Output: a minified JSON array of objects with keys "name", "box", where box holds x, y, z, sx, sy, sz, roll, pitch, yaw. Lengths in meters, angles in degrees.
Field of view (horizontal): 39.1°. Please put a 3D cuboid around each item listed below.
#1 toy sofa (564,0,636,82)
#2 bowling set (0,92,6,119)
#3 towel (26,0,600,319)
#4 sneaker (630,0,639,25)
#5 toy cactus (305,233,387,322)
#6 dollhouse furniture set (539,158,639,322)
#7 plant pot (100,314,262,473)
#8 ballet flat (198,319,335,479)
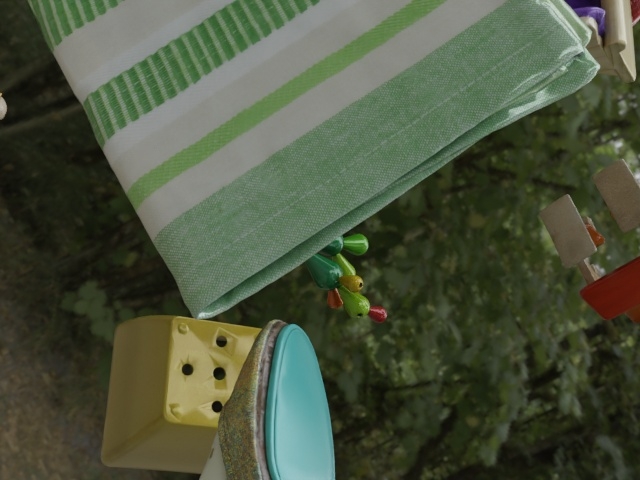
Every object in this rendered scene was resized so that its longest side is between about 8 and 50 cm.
[{"name":"toy sofa","box":[0.228,-0.280,1.222,0.177,0.363,0.150,28,59,-54]},{"name":"bowling set","box":[-0.598,-0.199,1.530,0.200,0.154,0.287,42,50,-36]},{"name":"towel","box":[-0.035,-0.143,0.526,0.325,0.248,0.038,56,-3,29]},{"name":"sneaker","box":[0.389,-0.295,1.338,0.128,0.221,0.087,20,43,-64]},{"name":"toy cactus","box":[0.000,0.000,1.125,0.181,0.112,0.219,6,62,-40]},{"name":"dollhouse furniture set","box":[0.434,0.015,1.069,0.262,0.259,0.135,35,30,-39]},{"name":"plant pot","box":[-0.173,0.207,1.275,0.187,0.212,0.212,141,-45,-56]},{"name":"ballet flat","box":[-0.041,0.228,0.712,0.123,0.123,0.348,60,15,-57]}]
